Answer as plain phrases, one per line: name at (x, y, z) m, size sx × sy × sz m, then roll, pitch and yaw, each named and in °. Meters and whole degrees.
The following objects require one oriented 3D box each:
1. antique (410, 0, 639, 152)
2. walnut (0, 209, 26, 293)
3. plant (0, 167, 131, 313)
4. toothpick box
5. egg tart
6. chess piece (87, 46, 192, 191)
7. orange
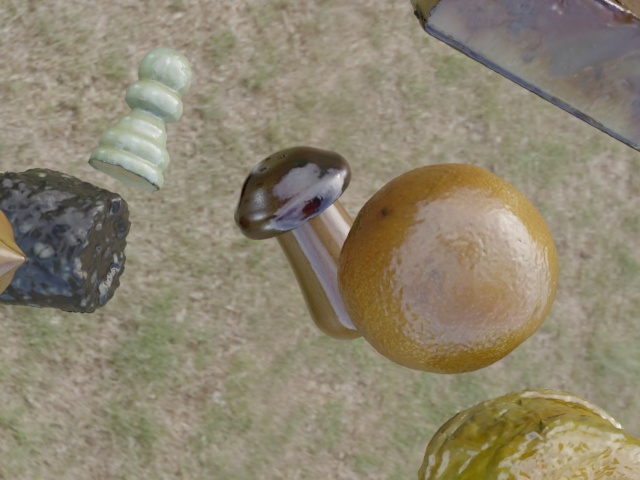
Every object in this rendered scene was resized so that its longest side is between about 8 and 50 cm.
antique at (0.218, -0.156, 0.858) m, size 0.310 × 0.087 × 0.093 m, roll 24°, pitch 121°, yaw -23°
walnut at (-0.472, 0.021, 1.216) m, size 0.298 × 0.203 × 0.203 m, roll 0°, pitch 93°, yaw 8°
plant at (-0.473, -0.012, 1.686) m, size 0.312 × 0.213 × 0.215 m, roll 16°, pitch 102°, yaw 7°
toothpick box at (0.000, 0.000, 1.605) m, size 0.192 × 0.192 × 0.294 m, roll -40°, pitch 112°, yaw -23°
egg tart at (0.286, 0.331, 1.259) m, size 0.340 × 0.153 × 0.351 m, roll -34°, pitch 72°, yaw -17°
chess piece at (-0.293, -0.218, 1.833) m, size 0.133 × 0.133 × 0.243 m, roll 27°, pitch 78°, yaw -29°
orange at (0.154, 0.035, 1.266) m, size 0.264 × 0.264 × 0.264 m, roll -2°, pitch 93°, yaw -31°
